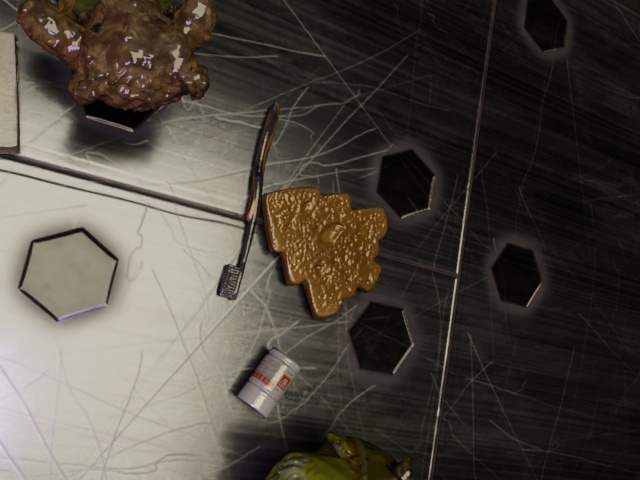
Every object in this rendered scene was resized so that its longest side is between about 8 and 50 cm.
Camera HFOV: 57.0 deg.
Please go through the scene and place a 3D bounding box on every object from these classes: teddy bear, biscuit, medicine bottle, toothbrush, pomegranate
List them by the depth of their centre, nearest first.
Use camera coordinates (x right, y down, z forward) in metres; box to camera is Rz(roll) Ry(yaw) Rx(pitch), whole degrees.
[{"bbox_3d":[-0.254,-0.296,0.753,0.246,0.222,0.296,-6,86,-23],"label":"teddy bear"},{"bbox_3d":[0.003,0.423,0.791,0.260,0.260,0.341,31,102,-19],"label":"pomegranate"},{"bbox_3d":[-0.076,0.210,0.871,0.057,0.057,0.089,42,70,-15],"label":"medicine bottle"},{"bbox_3d":[-0.102,-0.066,0.908,0.031,0.023,0.321,19,77,-25],"label":"toothbrush"},{"bbox_3d":[0.000,0.000,0.940,0.238,0.041,0.212,38,75,-18],"label":"biscuit"}]

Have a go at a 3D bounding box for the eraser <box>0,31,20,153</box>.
[{"bbox_3d":[-0.500,-0.188,0.727,0.230,0.038,0.157,-2,85,-24],"label":"eraser"}]
